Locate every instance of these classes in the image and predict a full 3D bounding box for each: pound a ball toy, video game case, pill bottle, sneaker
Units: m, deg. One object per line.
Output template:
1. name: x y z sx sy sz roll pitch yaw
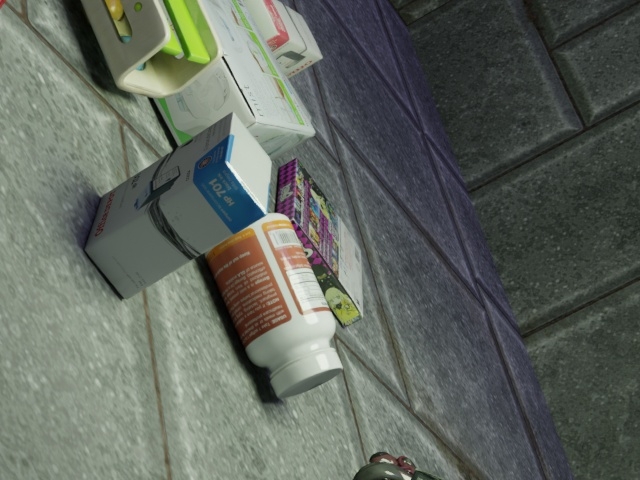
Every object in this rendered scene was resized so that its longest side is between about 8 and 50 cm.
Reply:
1. pound a ball toy: -0.285 -0.349 1.842 0.208 0.136 0.319 7 53 -58
2. video game case: 0.000 0.000 2.321 0.210 0.042 0.232 55 15 -23
3. pill bottle: -0.055 0.084 1.822 0.216 0.121 0.121 66 15 15
4. sneaker: 0.086 0.333 1.922 0.281 0.106 0.162 60 5 -48

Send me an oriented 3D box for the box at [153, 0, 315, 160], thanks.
1. box: -0.150 -0.240 2.043 0.262 0.127 0.231 61 19 9

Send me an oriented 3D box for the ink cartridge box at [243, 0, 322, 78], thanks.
1. ink cartridge box: -0.110 -0.303 2.274 0.092 0.159 0.218 62 15 9

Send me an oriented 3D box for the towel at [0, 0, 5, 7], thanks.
1. towel: -0.405 -0.390 1.584 0.237 0.037 0.329 53 25 -27

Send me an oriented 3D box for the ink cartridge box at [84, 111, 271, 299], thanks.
1. ink cartridge box: -0.153 -0.038 1.572 0.082 0.191 0.139 54 16 -23

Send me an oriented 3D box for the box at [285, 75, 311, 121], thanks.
1. box: -0.080 -0.192 2.287 0.087 0.102 0.101 59 15 -19

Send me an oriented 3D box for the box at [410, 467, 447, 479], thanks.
1. box: 0.140 0.394 1.791 0.078 0.180 0.147 19 -13 34
